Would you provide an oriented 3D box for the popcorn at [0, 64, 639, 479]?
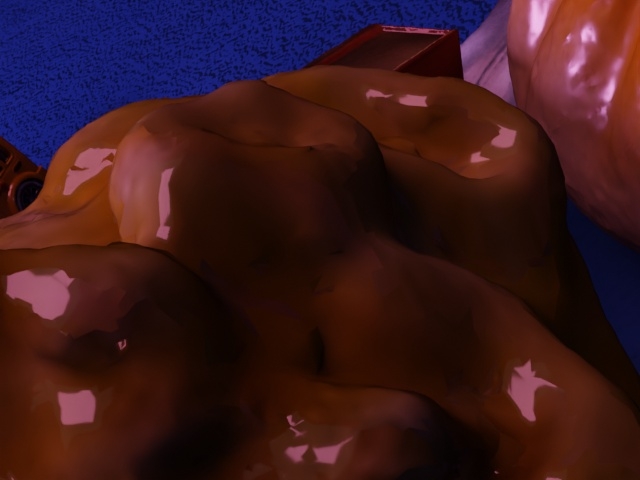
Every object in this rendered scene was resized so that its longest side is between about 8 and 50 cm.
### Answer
[{"bbox_3d":[0.003,0.100,0.403,0.281,0.297,0.316,-26,6,35],"label":"popcorn"}]

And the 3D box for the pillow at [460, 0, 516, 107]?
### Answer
[{"bbox_3d":[0.108,-0.093,0.737,0.136,0.055,0.091,-50,32,-3],"label":"pillow"}]

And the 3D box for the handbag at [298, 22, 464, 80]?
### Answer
[{"bbox_3d":[0.000,0.000,0.617,0.063,0.127,0.190,10,31,34],"label":"handbag"}]

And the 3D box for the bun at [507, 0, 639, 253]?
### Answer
[{"bbox_3d":[0.191,-0.126,0.565,0.299,0.165,0.299,-34,32,25],"label":"bun"}]

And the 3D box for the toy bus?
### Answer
[{"bbox_3d":[-0.266,0.002,1.080,0.069,0.074,0.162,-10,44,44],"label":"toy bus"}]
